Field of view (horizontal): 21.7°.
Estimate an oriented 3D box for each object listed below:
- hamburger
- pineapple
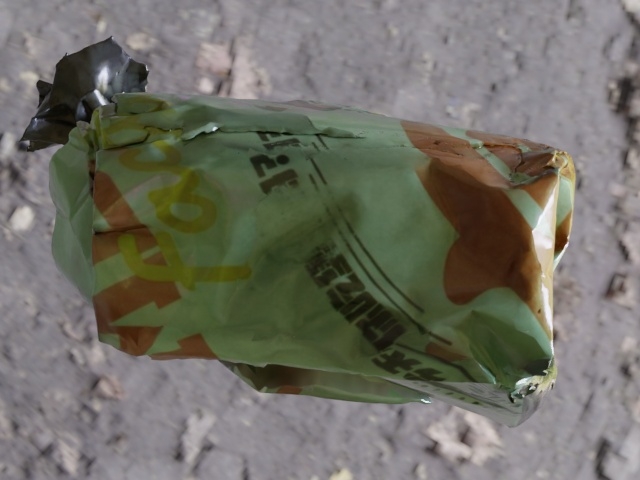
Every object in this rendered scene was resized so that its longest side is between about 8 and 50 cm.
[{"bbox_3d":[0.000,0.002,0.688,0.214,0.235,0.125,15,95,9],"label":"hamburger"},{"bbox_3d":[-0.113,-0.066,1.271,0.237,0.111,0.119,22,50,1],"label":"pineapple"}]
